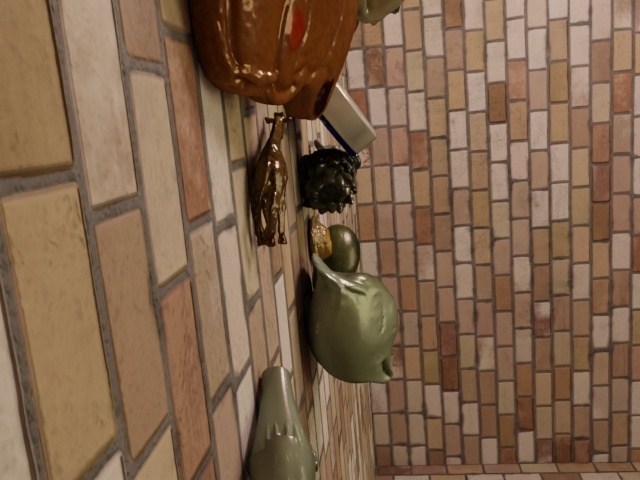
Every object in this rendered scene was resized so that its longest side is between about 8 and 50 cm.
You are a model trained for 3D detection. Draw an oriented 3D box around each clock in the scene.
[{"bbox_3d":[0.031,-0.298,1.378,0.230,0.083,0.230,48,12,-14],"label":"clock"}]

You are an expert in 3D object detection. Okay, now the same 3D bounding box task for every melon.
[{"bbox_3d":[0.048,0.030,1.634,0.114,0.114,0.167,73,16,-61],"label":"melon"}]

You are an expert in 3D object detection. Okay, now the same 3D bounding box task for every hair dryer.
[{"bbox_3d":[-0.061,0.311,0.900,0.267,0.092,0.229,100,-13,-54],"label":"hair dryer"}]

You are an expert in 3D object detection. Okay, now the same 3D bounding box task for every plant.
[{"bbox_3d":[0.016,-0.140,1.430,0.194,0.129,0.132,-85,167,-69],"label":"plant"}]

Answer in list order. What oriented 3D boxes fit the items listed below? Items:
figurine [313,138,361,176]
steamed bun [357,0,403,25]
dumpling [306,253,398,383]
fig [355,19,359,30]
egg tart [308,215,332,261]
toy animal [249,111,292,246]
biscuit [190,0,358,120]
[{"bbox_3d":[0.032,-0.193,1.613,0.147,0.126,0.192,55,-6,-23],"label":"figurine"},{"bbox_3d":[0.083,-0.626,1.283,0.346,0.237,0.394,55,16,15],"label":"steamed bun"},{"bbox_3d":[0.073,0.182,1.400,0.270,0.212,0.320,-79,175,-74],"label":"dumpling"},{"bbox_3d":[0.023,-0.615,1.596,0.274,0.146,0.170,-102,-177,-47],"label":"fig"},{"bbox_3d":[0.000,0.000,1.540,0.129,0.049,0.128,-5,90,-83],"label":"egg tart"},{"bbox_3d":[-0.075,-0.108,0.985,0.149,0.054,0.275,77,11,-66],"label":"toy animal"},{"bbox_3d":[-0.038,-0.348,0.812,0.455,0.078,0.349,-8,107,-69],"label":"biscuit"}]
